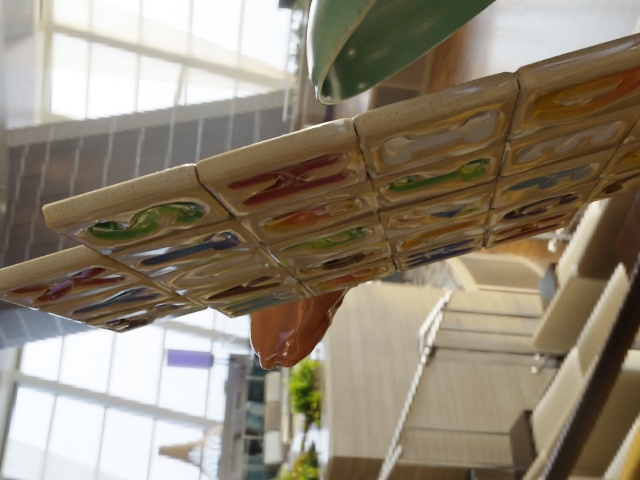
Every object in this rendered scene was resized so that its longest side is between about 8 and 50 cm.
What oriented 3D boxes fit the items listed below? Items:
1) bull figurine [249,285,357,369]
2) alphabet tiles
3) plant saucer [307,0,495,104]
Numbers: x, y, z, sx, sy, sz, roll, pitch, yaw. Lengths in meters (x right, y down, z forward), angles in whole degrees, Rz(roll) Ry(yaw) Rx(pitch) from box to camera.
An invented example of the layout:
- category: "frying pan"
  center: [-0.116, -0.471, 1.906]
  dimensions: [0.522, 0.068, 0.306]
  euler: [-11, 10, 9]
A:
- category: "bull figurine"
  center: [0.000, 0.000, 0.959]
  dimensions: [0.188, 0.101, 0.310]
  euler: [-40, -24, -54]
- category: "alphabet tiles"
  center: [0.031, -0.010, 0.439]
  dimensions: [0.285, 0.342, 0.011]
  euler: [59, -164, -76]
- category: "plant saucer"
  center: [0.110, -0.179, 0.400]
  dimensions: [0.044, 0.317, 0.317]
  euler: [52, 170, 2]
